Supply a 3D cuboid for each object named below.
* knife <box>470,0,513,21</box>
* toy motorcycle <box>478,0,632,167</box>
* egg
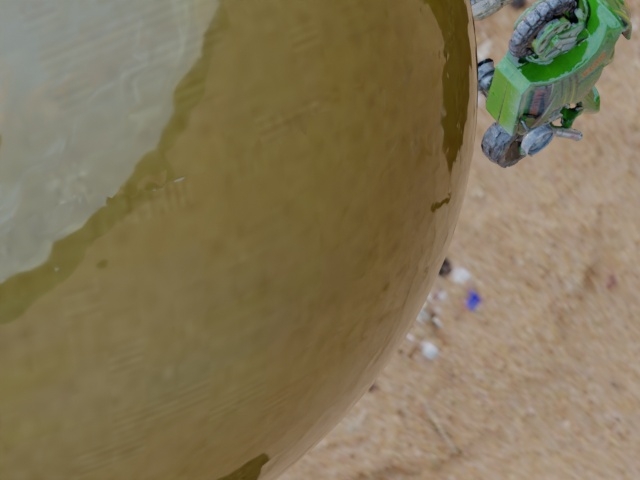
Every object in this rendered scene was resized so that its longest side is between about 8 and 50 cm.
[{"bbox_3d":[0.255,-0.251,1.340,0.365,0.043,0.089,-18,43,31],"label":"knife"},{"bbox_3d":[0.158,-0.119,1.126,0.106,0.190,0.074,-34,69,-16],"label":"toy motorcycle"},{"bbox_3d":[-0.106,-0.026,0.427,0.322,0.250,0.250,-28,52,-36],"label":"egg"}]
